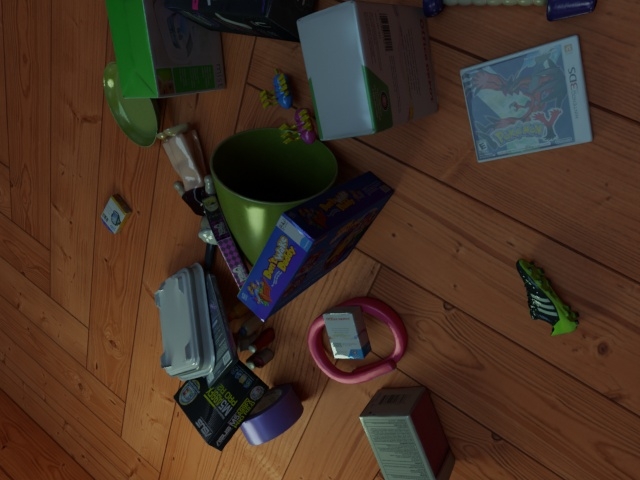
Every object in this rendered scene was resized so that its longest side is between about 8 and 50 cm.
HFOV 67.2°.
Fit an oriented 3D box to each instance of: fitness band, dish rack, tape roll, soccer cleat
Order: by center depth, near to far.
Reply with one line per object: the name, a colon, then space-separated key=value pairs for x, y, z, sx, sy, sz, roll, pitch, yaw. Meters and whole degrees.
soccer cleat: x=0.442 y=0.118 z=0.970 sx=0.178 sy=0.060 sz=0.072 roll=52 pitch=128 yaw=0
fitness band: x=0.091 y=0.262 z=1.259 sx=0.291 sy=0.054 sz=0.208 roll=-33 pitch=88 yaw=36
tape roll: x=-0.149 y=0.510 z=1.423 sx=0.189 sy=0.189 sz=0.080 roll=-25 pitch=95 yaw=37
dish rack: x=-0.427 y=0.253 z=1.465 sx=0.286 sy=0.073 sz=0.332 roll=-28 pitch=67 yaw=48

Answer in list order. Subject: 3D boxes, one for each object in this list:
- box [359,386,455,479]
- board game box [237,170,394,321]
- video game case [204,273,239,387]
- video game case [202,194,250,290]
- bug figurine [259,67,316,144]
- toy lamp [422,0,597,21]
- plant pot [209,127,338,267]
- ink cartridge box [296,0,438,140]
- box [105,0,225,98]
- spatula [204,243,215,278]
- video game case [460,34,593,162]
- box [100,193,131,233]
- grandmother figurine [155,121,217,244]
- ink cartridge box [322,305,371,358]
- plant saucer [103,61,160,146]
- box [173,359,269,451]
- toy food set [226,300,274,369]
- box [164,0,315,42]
box: x=0.223 y=0.507 z=1.225 sx=0.149 sy=0.127 sz=0.232 roll=-16 pitch=101 yaw=35
board game box: x=0.000 y=0.000 z=1.019 sx=0.078 sy=0.347 sz=0.233 roll=41 pitch=125 yaw=12
video game case: x=-0.317 y=0.263 z=1.405 sx=0.196 sy=0.026 sz=0.274 roll=-51 pitch=50 yaw=41
video game case: x=-0.230 y=0.027 z=1.245 sx=0.210 sy=0.042 sz=0.232 roll=-123 pitch=12 yaw=-51
bug figurine: x=-0.010 y=-0.326 z=1.034 sx=0.279 sy=0.072 sz=0.216 roll=-23 pitch=73 yaw=41
toy lamp: x=0.317 y=-0.416 z=0.817 sx=0.275 sy=0.080 sz=0.080 roll=17 pitch=117 yaw=27
plant pot: x=-0.113 y=-0.068 z=1.141 sx=0.275 sy=0.275 sz=0.293 roll=29 pitch=139 yaw=19
ink cartridge box: x=0.099 y=-0.308 z=0.874 sx=0.117 sy=0.278 sz=0.201 roll=-1 pitch=109 yaw=36
box: x=-0.352 y=-0.474 z=1.117 sx=0.127 sy=0.231 sz=0.261 roll=11 pitch=114 yaw=30
spatula: x=-0.342 y=0.106 z=1.475 sx=0.084 sy=0.030 sz=0.296 roll=25 pitch=120 yaw=25
video game case: x=0.373 y=-0.250 z=0.882 sx=0.202 sy=0.023 sz=0.183 roll=-7 pitch=105 yaw=34
box: x=-0.689 y=-0.085 z=1.619 sx=0.081 sy=0.028 sz=0.136 roll=50 pitch=129 yaw=5
grandmother figurine: x=-0.338 y=-0.147 z=1.334 sx=0.208 sy=0.104 sz=0.342 roll=6 pitch=119 yaw=60
ink cartridge box: x=0.066 y=0.227 z=1.196 sx=0.089 sy=0.052 sz=0.122 roll=-8 pitch=103 yaw=35
plant saucer: x=-0.524 y=-0.384 z=1.357 sx=0.241 sy=0.037 sz=0.240 roll=25 pitch=134 yaw=30
box: x=-0.300 y=0.451 z=1.429 sx=0.270 sy=0.216 sz=0.060 roll=22 pitch=158 yaw=51
toy food set: x=-0.210 y=0.301 z=1.426 sx=0.111 sy=0.105 sz=0.232 roll=12 pitch=115 yaw=28
box: x=-0.163 y=-0.519 z=1.003 sx=0.271 sy=0.165 sz=0.143 roll=19 pitch=102 yaw=24
